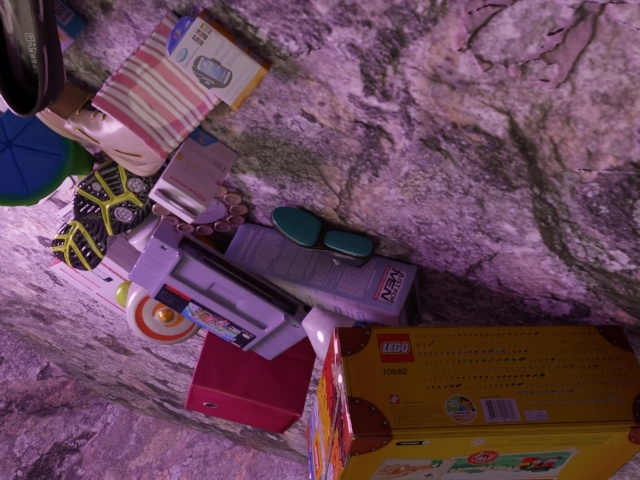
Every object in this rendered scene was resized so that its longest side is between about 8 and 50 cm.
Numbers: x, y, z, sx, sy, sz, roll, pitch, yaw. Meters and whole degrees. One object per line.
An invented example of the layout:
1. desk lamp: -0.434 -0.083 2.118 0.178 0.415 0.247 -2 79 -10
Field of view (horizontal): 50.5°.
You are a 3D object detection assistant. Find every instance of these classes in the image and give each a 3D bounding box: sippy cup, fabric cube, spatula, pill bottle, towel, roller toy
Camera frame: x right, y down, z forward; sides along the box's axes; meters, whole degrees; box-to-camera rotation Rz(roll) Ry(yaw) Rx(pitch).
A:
1. sippy cup: -0.623 -0.178 1.326 0.305 0.240 0.224 51 155 -22
2. fabric cube: -0.161 0.296 1.636 0.258 0.259 0.254 18 152 -6
3. spatula: -0.604 -0.080 1.653 0.168 0.019 0.242 41 145 -22
4. pill bottle: -0.295 0.040 1.486 0.136 0.136 0.246 -6 139 45
5. towel: -0.230 -0.224 1.014 0.197 0.029 0.144 -38 118 26
6. roller toy: -0.368 0.147 1.640 0.209 0.146 0.191 -35 119 9

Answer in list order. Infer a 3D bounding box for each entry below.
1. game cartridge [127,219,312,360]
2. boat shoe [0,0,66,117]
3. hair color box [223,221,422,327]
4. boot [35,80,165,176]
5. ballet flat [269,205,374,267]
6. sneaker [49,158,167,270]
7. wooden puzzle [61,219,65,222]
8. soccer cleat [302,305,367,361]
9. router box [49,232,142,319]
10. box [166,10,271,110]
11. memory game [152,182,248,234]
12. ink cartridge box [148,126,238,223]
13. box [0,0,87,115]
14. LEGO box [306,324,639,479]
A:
1. game cartridge: -0.201 0.115 1.357 0.355 0.068 0.230 32 141 -11
2. boat shoe: -0.424 -0.328 0.926 0.112 0.095 0.335 -2 127 0
3. hair color box: 0.006 0.096 1.359 0.374 0.113 0.185 15 151 21
4. boot: -0.358 -0.222 1.143 0.262 0.095 0.203 34 151 -18
5. ballet flat: 0.000 0.000 1.251 0.203 0.074 0.074 20 151 6
6. sneaker: -0.437 -0.087 1.404 0.145 0.147 0.384 37 131 -23
7. wooden puzzle: -0.625 -0.018 1.794 0.078 0.014 0.116 4 145 28
8. soccer cleat: 0.079 0.227 1.311 0.143 0.116 0.331 33 166 43
9. router box: -0.516 0.111 1.824 0.335 0.082 0.301 41 145 -27
10. box: -0.147 -0.256 0.954 0.136 0.028 0.081 37 122 -16
11. memory game: -0.232 -0.062 1.319 0.186 0.012 0.186 -2 149 -1
12. ink cartridge box: -0.225 -0.106 1.178 0.092 0.143 0.090 35 151 -15
13. box: -0.485 -0.298 1.075 0.244 0.060 0.100 -28 124 32
14. LEGO box: 0.250 0.325 1.173 0.500 0.193 0.372 1 139 -10
